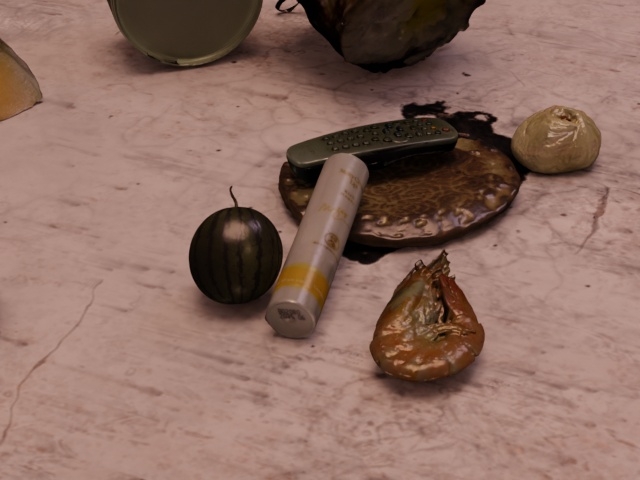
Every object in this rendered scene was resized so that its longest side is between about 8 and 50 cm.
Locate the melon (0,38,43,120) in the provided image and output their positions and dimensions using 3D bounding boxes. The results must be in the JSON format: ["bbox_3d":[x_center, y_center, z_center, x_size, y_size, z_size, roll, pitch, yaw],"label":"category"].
[{"bbox_3d":[-0.499,-0.232,1.980,0.139,0.202,0.093,-18,37,46],"label":"melon"}]

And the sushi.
[{"bbox_3d":[0.078,-0.418,1.994,0.281,0.299,0.294,-17,61,-40],"label":"sushi"}]

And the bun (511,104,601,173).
[{"bbox_3d":[0.300,-0.134,1.805,0.115,0.069,0.115,-3,32,2],"label":"bun"}]

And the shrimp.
[{"bbox_3d":[0.120,0.084,1.500,0.115,0.051,0.217,11,34,8],"label":"shrimp"}]

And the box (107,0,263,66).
[{"bbox_3d":[-0.205,-0.385,2.079,0.226,0.226,0.149,-11,34,-13],"label":"box"}]

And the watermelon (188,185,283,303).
[{"bbox_3d":[-0.093,0.004,1.561,0.105,0.133,0.105,0,-9,0],"label":"watermelon"}]

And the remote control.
[{"bbox_3d":[0.065,-0.116,1.760,0.222,0.042,0.072,-13,34,-18],"label":"remote control"}]

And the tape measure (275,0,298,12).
[{"bbox_3d":[0.006,-0.431,2.246,0.180,0.104,0.107,-10,37,-13],"label":"tape measure"}]

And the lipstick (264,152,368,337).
[{"bbox_3d":[0.000,0.000,1.595,0.059,0.059,0.264,6,43,13],"label":"lipstick"}]

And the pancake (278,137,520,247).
[{"bbox_3d":[0.094,-0.072,1.758,0.288,0.033,0.286,-27,39,-33],"label":"pancake"}]
